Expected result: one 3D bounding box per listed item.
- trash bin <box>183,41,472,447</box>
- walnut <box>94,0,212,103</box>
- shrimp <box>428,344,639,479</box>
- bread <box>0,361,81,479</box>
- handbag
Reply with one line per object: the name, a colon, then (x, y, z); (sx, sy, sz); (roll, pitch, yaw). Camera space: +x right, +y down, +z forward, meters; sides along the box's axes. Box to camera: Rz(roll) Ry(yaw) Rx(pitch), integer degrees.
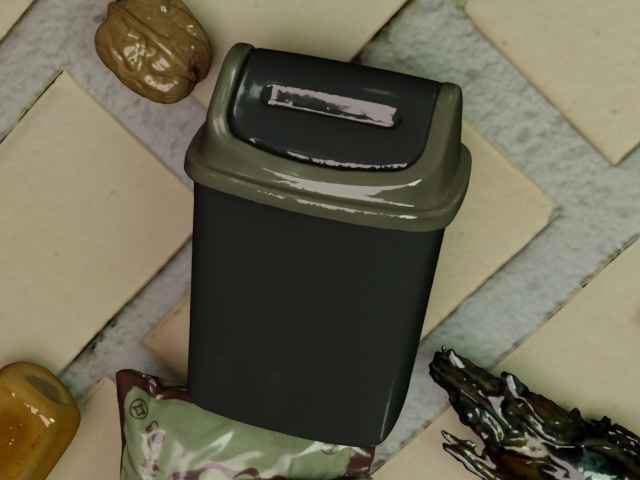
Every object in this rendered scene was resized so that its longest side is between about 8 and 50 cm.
trash bin: (0.000, 0.000, 1.111); (0.209, 0.182, 0.290); (11, 117, 7)
walnut: (-0.133, -0.156, 1.138); (0.096, 0.082, 0.079); (43, 84, -4)
shrimp: (0.272, 0.149, 1.167); (0.365, 0.071, 0.233); (30, 104, 2)
bread: (-0.304, 0.215, 1.309); (0.092, 0.074, 0.239); (38, 113, 3)
handbag: (-0.075, 0.223, 1.232); (0.235, 0.127, 0.213); (10, 109, 7)
